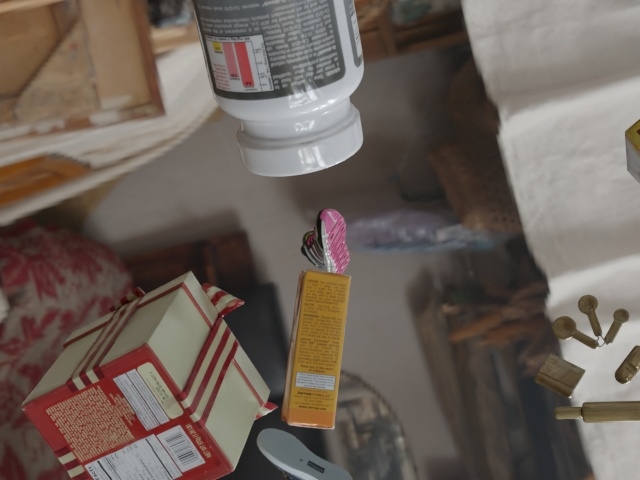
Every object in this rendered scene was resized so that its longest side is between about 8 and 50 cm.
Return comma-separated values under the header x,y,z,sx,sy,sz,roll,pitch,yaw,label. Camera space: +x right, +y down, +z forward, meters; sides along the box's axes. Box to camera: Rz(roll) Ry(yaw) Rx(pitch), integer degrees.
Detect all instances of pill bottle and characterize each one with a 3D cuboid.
x,y,z,sx,sy,sz,roll,pitch,yaw,label
-0.057,-0.282,1.567,0.210,0.210,0.363,-94,173,-65,pill bottle

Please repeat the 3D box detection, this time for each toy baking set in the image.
x,y,z,sx,sy,sz,roll,pitch,yaw,label
0.433,0.166,1.700,0.030,0.256,0.197,51,43,-59,toy baking set

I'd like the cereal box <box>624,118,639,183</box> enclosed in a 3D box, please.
x,y,z,sx,sy,sz,roll,pitch,yaw,label
0.552,-0.092,1.886,0.173,0.047,0.240,51,5,18,cereal box

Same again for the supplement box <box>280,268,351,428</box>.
x,y,z,sx,sy,sz,roll,pitch,yaw,label
-0.007,0.163,1.806,0.078,0.080,0.233,162,-66,-80,supplement box

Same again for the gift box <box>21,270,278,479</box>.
x,y,z,sx,sy,sz,roll,pitch,yaw,label
-0.215,0.214,1.691,0.255,0.276,0.258,63,17,-17,gift box

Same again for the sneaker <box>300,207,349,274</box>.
x,y,z,sx,sy,sz,roll,pitch,yaw,label
0.000,0.000,1.983,0.063,0.074,0.170,-59,158,-25,sneaker

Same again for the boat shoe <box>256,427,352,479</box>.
x,y,z,sx,sy,sz,roll,pitch,yaw,label
-0.040,0.399,2.054,0.083,0.183,0.065,-58,180,42,boat shoe
